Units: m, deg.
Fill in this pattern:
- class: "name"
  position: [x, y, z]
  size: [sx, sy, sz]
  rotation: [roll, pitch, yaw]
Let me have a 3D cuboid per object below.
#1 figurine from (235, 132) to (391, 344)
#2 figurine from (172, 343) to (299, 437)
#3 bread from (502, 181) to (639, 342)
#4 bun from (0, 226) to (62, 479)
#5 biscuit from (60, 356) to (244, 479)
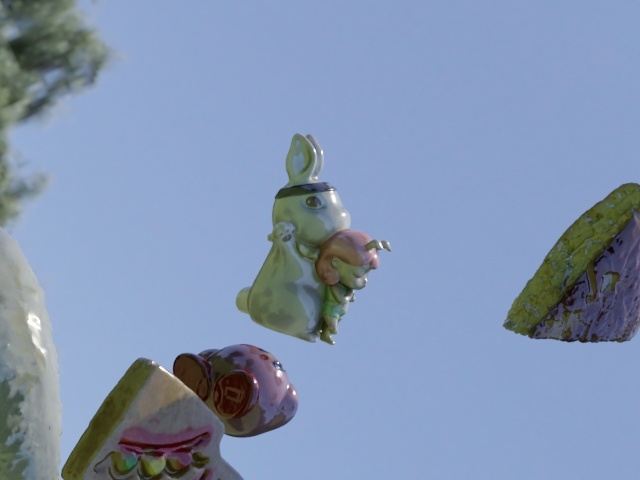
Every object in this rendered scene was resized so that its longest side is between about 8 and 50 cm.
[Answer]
- class: "figurine"
  position: [0.003, 0.001, 1.180]
  size: [0.081, 0.098, 0.146]
  rotation: [-111, -140, -83]
- class: "figurine"
  position: [-0.058, 0.106, 1.110]
  size: [0.083, 0.071, 0.067]
  rotation: [33, -70, 33]
- class: "bread"
  position: [0.214, 0.015, 1.199]
  size: [0.054, 0.154, 0.136]
  rotation: [40, -62, 36]
- class: "bun"
  position: [-0.346, 0.136, 1.260]
  size: [0.360, 0.211, 0.360]
  rotation: [14, -73, 60]
- class: "biscuit"
  position: [-0.116, 0.189, 1.020]
  size: [0.041, 0.212, 0.239]
  rotation: [26, -62, 39]
